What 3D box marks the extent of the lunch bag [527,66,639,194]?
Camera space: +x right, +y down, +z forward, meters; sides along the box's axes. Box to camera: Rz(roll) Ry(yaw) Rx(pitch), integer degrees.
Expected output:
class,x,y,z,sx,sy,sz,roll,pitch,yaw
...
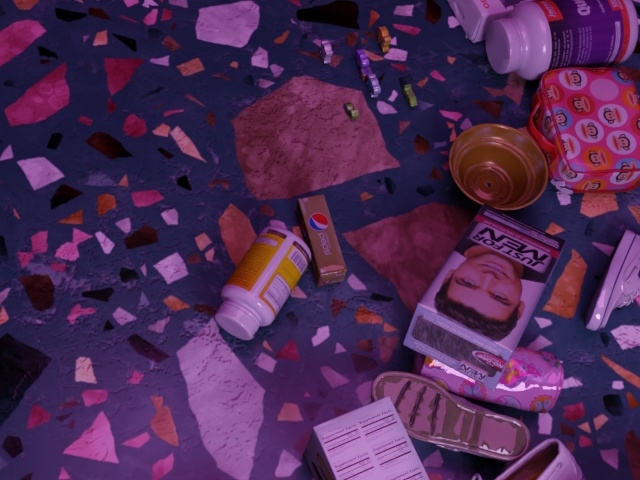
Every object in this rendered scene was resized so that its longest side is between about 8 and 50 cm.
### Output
class,x,y,z,sx,sy,sz,roll,pitch,yaw
lunch bag,0.592,-0.249,1.916,0.258,0.120,0.293,-3,64,-7

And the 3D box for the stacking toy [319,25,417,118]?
class,x,y,z,sx,sy,sz,roll,pitch,yaw
stacking toy,0.110,-0.387,1.969,0.166,0.052,0.221,-16,67,-14

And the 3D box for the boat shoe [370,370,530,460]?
class,x,y,z,sx,sy,sz,roll,pitch,yaw
boat shoe,0.230,0.336,1.584,0.302,0.103,0.113,24,73,4

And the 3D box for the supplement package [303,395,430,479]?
class,x,y,z,sx,sy,sz,roll,pitch,yaw
supplement package,0.082,0.412,1.476,0.149,0.194,0.203,-19,66,-16

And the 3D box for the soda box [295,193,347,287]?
class,x,y,z,sx,sy,sz,roll,pitch,yaw
soda box,0.000,0.000,1.752,0.058,0.061,0.181,-11,65,-13

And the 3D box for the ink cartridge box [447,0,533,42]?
class,x,y,z,sx,sy,sz,roll,pitch,yaw
ink cartridge box,0.449,-0.602,2.090,0.237,0.100,0.172,-16,65,-14

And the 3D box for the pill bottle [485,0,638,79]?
class,x,y,z,sx,sy,sz,roll,pitch,yaw
pill bottle,0.560,-0.478,1.994,0.322,0.181,0.182,-12,65,-13

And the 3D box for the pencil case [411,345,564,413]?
class,x,y,z,sx,sy,sz,roll,pitch,yaw
pencil case,0.320,0.247,1.637,0.284,0.124,0.124,12,62,-2

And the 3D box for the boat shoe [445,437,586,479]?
class,x,y,z,sx,sy,sz,roll,pitch,yaw
boat shoe,0.282,0.459,1.457,0.367,0.136,0.157,-32,110,-6

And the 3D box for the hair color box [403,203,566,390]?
class,x,y,z,sx,sy,sz,roll,pitch,yaw
hair color box,0.322,0.095,1.632,0.185,0.114,0.374,26,41,14

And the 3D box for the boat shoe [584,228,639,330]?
class,x,y,z,sx,sy,sz,roll,pitch,yaw
boat shoe,0.624,0.088,1.762,0.084,0.095,0.258,27,64,12

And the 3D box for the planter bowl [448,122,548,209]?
class,x,y,z,sx,sy,sz,roll,pitch,yaw
planter bowl,0.375,-0.140,1.851,0.217,0.090,0.217,2,63,-5

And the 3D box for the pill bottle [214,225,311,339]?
class,x,y,z,sx,sy,sz,roll,pitch,yaw
pill bottle,-0.115,0.084,1.664,0.117,0.117,0.215,29,63,8
